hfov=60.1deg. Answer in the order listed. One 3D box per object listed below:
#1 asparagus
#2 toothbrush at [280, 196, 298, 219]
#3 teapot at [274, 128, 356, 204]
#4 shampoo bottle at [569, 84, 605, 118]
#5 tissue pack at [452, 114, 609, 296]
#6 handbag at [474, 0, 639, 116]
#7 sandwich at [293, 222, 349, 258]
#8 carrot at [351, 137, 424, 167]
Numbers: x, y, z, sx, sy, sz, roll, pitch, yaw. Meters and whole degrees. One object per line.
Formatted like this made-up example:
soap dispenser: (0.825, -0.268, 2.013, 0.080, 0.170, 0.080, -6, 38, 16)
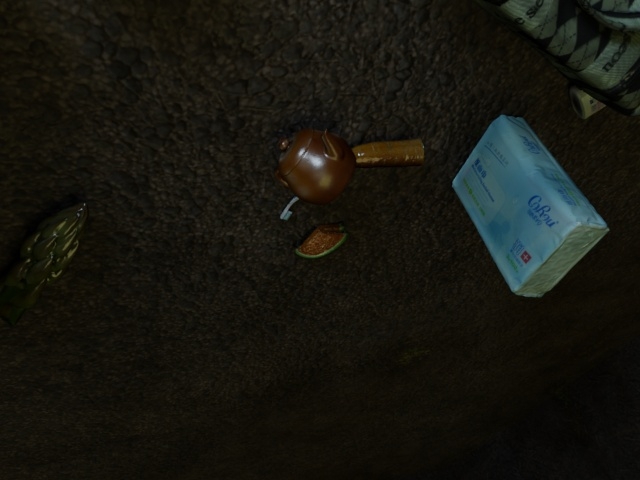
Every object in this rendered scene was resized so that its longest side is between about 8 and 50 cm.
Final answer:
asparagus: (-0.422, 0.040, 0.819, 0.287, 0.080, 0.080, -41, 140, 23)
toothbrush: (-0.022, -0.089, 0.911, 0.017, 0.014, 0.162, 21, 128, -26)
teapot: (-0.018, -0.114, 0.814, 0.116, 0.116, 0.173, 3, 164, -30)
shampoo bottle: (0.474, -0.256, 0.926, 0.099, 0.043, 0.072, -33, 144, 14)
tissue pack: (0.328, -0.060, 0.917, 0.089, 0.263, 0.177, 1, 138, -24)
handbag: (0.337, -0.364, 0.626, 0.416, 0.180, 0.317, 17, 121, -35)
sandwich: (0.004, 0.000, 1.032, 0.101, 0.026, 0.069, -41, 136, 20)
carrot: (0.098, -0.137, 0.883, 0.139, 0.048, 0.048, -7, 142, -18)
